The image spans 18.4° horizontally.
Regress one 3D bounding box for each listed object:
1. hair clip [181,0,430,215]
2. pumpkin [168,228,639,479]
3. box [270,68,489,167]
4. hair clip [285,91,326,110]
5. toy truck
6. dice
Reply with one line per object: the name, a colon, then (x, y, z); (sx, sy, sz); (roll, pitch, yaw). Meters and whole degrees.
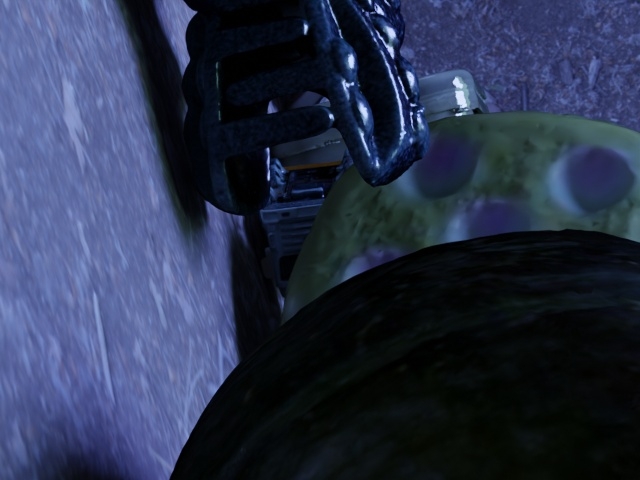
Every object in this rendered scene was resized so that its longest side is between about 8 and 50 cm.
hair clip: (-0.032, -0.178, 1.188); (0.206, 0.194, 0.310); (-79, 155, -61)
pumpkin: (0.116, 0.215, 0.788); (0.454, 0.344, 0.454); (56, 7, -10)
box: (0.090, 0.043, 1.727); (0.352, 0.177, 0.344); (-17, 94, -84)
hair clip: (0.021, -0.183, 1.804); (0.054, 0.140, 0.220); (32, 48, -9)
toy truck: (-0.001, 0.000, 1.464); (0.178, 0.080, 0.115); (-79, 162, -79)
dice: (0.131, 0.080, 1.305); (0.252, 0.249, 0.254); (72, 31, -42)
